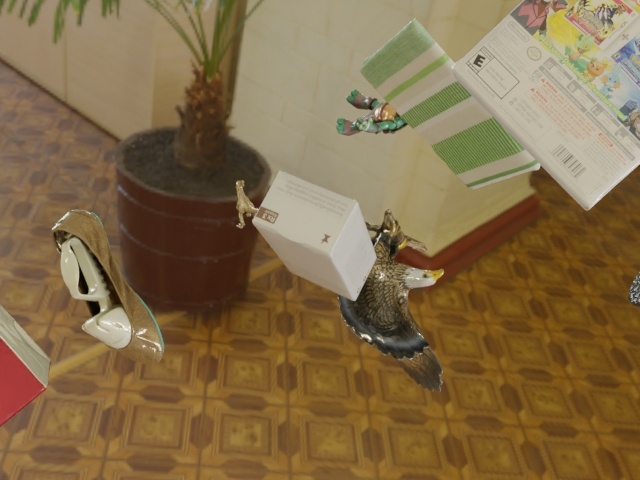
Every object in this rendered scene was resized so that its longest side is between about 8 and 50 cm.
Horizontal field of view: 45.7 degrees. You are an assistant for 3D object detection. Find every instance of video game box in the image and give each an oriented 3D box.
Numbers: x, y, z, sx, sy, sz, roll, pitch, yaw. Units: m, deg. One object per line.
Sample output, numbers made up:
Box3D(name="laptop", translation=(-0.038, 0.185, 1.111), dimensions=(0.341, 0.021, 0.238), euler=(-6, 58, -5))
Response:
Box3D(name="video game box", translation=(0.271, -0.167, 0.773), dimensions=(0.205, 0.187, 0.048), euler=(49, 12, 11))

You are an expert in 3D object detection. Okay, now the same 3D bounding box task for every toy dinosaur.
Box3D(name="toy dinosaur", translation=(-0.167, -0.073, 1.703), dimensions=(0.053, 0.093, 0.183), euler=(-15, 32, -17))

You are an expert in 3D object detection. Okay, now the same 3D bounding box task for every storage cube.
Box3D(name="storage cube", translation=(-0.514, 0.182, 1.058), dimensions=(0.193, 0.184, 0.215), euler=(-39, 13, -11))

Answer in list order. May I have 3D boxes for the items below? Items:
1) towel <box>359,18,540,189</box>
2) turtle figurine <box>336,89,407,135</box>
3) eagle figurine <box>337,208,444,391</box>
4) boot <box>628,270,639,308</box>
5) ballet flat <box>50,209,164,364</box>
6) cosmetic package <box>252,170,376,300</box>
Box3D(name="towel", translation=(0.224, -0.227, 1.328), dimensions=(0.325, 0.248, 0.038), euler=(44, 74, -10))
Box3D(name="turtle figurine", translation=(0.143, -0.293, 1.714), dimensions=(0.234, 0.118, 0.175), euler=(4, 50, 52))
Box3D(name="eagle figurine", translation=(0.124, 0.103, 1.359), dimensions=(0.226, 0.225, 0.298), euler=(12, 66, -17))
Box3D(name="boot", translation=(0.708, 0.087, 1.445), dimensions=(0.246, 0.161, 0.083), euler=(-42, 15, -18))
Box3D(name="ballet flat", translation=(-0.422, 0.104, 1.458), dimensions=(0.116, 0.342, 0.124), euler=(-21, 5, 25))
Box3D(name="cosmetic package", translation=(0.000, 0.000, 1.032), dimensions=(0.117, 0.231, 0.086), euler=(23, 76, 16))
